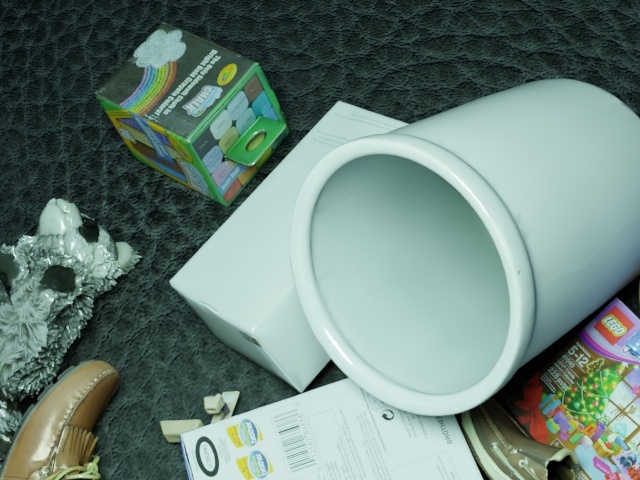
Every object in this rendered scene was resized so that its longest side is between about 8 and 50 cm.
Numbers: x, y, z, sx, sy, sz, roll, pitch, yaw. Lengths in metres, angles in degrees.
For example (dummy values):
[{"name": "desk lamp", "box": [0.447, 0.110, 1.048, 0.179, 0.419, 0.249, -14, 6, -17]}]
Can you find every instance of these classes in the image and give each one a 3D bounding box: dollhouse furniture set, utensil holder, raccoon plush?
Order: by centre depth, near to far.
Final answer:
[{"name": "utensil holder", "box": [0.205, -0.013, 1.422, 0.327, 0.327, 0.385, 26, 34, 32]}, {"name": "dollhouse furniture set", "box": [-0.172, 0.233, 1.635, 0.114, 0.091, 0.081, -5, 41, 20]}, {"name": "raccoon plush", "box": [-0.446, 0.152, 1.765, 0.216, 0.299, 0.446, 25, 100, 15]}]

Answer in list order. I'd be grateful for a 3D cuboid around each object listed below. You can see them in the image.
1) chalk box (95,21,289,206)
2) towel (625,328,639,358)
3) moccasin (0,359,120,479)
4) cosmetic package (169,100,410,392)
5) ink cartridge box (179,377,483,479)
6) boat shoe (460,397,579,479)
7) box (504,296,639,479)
[{"name": "chalk box", "box": [-0.179, -0.192, 1.856, 0.289, 0.179, 0.180, 29, 70, 31]}, {"name": "towel", "box": [0.550, 0.129, 1.313, 0.243, 0.040, 0.336, -43, 51, -11]}, {"name": "moccasin", "box": [-0.372, 0.341, 1.592, 0.147, 0.139, 0.380, 19, 61, 15]}, {"name": "cosmetic package", "box": [0.000, 0.000, 1.652, 0.385, 0.156, 0.217, -48, 40, -13]}, {"name": "ink cartridge box", "box": [-0.005, 0.333, 1.418, 0.395, 0.151, 0.270, -17, 52, -7]}, {"name": "boat shoe", "box": [0.268, 0.276, 1.380, 0.095, 0.095, 0.257, -50, 56, 25]}, {"name": "box", "box": [0.386, 0.237, 1.399, 0.201, 0.057, 0.293, -46, 50, 8]}]
